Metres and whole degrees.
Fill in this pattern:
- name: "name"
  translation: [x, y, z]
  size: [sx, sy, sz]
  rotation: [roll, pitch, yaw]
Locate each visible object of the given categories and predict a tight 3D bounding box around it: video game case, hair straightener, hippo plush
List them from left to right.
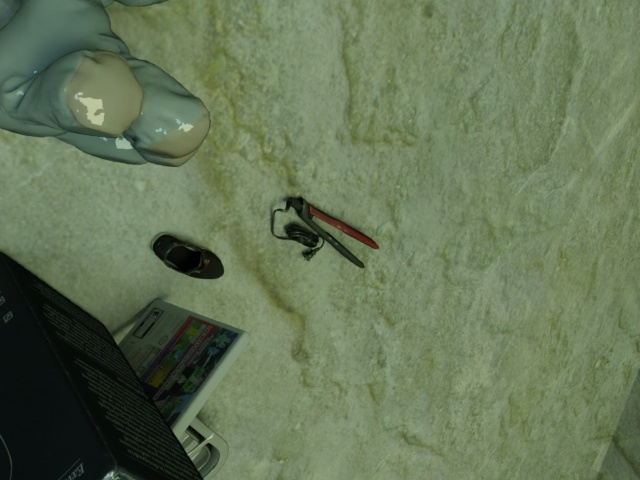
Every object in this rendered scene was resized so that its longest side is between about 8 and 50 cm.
- name: "hippo plush"
  translation: [-0.226, -0.211, 0.760]
  size: [0.234, 0.294, 0.237]
  rotation: [16, 82, -65]
- name: "video game case"
  translation: [-0.216, 0.179, 1.003]
  size: [0.201, 0.183, 0.023]
  rotation: [-54, 138, -27]
- name: "hair straightener"
  translation: [0.000, 0.000, 1.202]
  size: [0.230, 0.047, 0.089]
  rotation: [28, 100, -48]

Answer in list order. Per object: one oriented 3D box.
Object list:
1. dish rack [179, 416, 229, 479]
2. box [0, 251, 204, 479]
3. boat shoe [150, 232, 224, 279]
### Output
- name: "dish rack"
  translation: [-0.321, 0.343, 1.166]
  size: [0.285, 0.072, 0.333]
  rotation: [-41, 138, -8]
- name: "box"
  translation: [-0.339, 0.256, 0.838]
  size: [0.293, 0.395, 0.212]
  rotation: [-44, 137, -5]
- name: "boat shoe"
  translation: [-0.182, 0.031, 1.074]
  size: [0.049, 0.042, 0.133]
  rotation: [-54, 140, 3]
